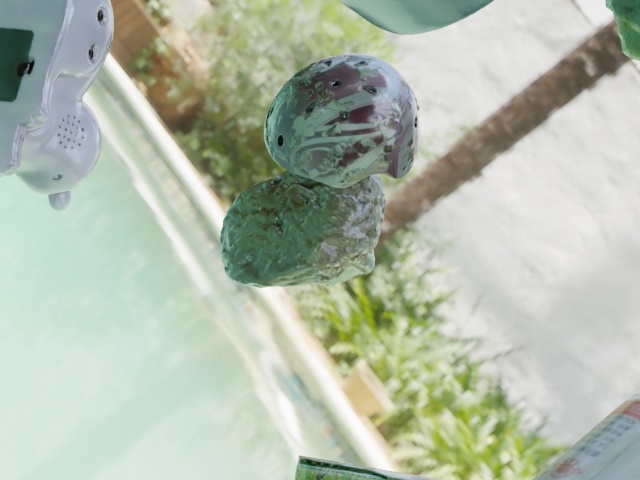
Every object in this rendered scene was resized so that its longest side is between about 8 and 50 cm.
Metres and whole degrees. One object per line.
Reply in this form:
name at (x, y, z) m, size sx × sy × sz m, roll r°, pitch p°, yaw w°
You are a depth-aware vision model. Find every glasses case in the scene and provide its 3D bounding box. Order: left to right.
glasses case at (0.106, 0.270, 1.329) m, size 0.272 × 0.062 × 0.095 m, roll 9°, pitch -17°, yaw -1°

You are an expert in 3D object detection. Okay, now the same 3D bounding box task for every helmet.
helmet at (0.031, -0.147, 1.459) m, size 0.107 × 0.177 × 0.153 m, roll 106°, pitch -27°, yaw -55°

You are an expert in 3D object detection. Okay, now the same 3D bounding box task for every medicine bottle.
medicine bottle at (0.258, 0.262, 1.207) m, size 0.144 × 0.252 × 0.144 m, roll 41°, pitch -27°, yaw 27°

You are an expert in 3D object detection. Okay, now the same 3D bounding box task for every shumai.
shumai at (-0.001, -0.001, 1.846) m, size 0.218 × 0.256 × 0.189 m, roll 33°, pitch 40°, yaw -55°

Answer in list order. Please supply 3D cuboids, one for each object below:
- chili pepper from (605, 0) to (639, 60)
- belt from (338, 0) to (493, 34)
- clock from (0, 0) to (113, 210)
chili pepper at (0.242, -0.160, 0.745) m, size 0.072 × 0.204 × 0.073 m, roll 41°, pitch -42°, yaw 35°
belt at (0.109, -0.378, 0.998) m, size 0.173 × 0.436 × 0.300 m, roll 24°, pitch -4°, yaw -40°
clock at (-0.196, -0.117, 0.959) m, size 0.080 × 0.176 × 0.117 m, roll 9°, pitch -10°, yaw 22°
